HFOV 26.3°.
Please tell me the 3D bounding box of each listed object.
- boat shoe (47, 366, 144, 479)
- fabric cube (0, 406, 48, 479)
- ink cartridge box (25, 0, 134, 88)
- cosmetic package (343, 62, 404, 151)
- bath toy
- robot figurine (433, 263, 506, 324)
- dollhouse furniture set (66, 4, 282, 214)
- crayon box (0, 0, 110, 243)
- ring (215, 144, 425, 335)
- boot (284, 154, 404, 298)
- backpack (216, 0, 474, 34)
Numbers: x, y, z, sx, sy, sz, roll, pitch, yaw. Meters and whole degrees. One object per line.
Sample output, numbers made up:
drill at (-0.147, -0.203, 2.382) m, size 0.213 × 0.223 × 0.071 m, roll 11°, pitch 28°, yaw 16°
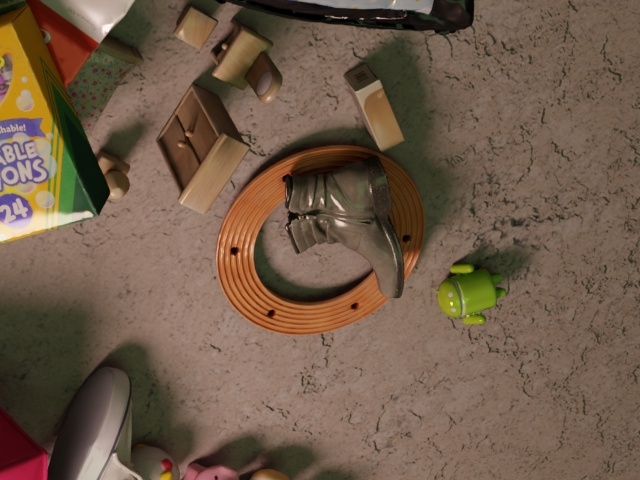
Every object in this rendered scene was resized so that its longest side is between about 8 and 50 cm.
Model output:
boat shoe at (-0.325, 0.383, 2.090) m, size 0.156 × 0.136 × 0.367 m, roll 22°, pitch 77°, yaw -35°
fabric cube at (-0.562, 0.372, 1.931) m, size 0.258 × 0.254 × 0.259 m, roll -19°, pitch 129°, yaw -38°
ink cartridge box at (-0.335, -0.317, 1.695) m, size 0.189 × 0.066 × 0.232 m, roll 35°, pitch 94°, yaw -14°
cosmetic package at (0.078, -0.192, 1.981) m, size 0.041 × 0.060 × 0.115 m, roll -28°, pitch 128°, yaw -2°
bath toy at (-0.166, 0.425, 2.243) m, size 0.348 × 0.129 × 0.151 m, roll 22°, pitch 112°, yaw -30°
robot figurine at (0.241, 0.085, 2.216) m, size 0.115 × 0.067 × 0.101 m, roll -15°, pitch 98°, yaw -11°
dollhouse furniture set at (-0.272, -0.197, 1.774) m, size 0.355 × 0.174 × 0.303 m, roll 25°, pitch 109°, yaw -32°
crayon box at (-0.423, -0.157, 1.717) m, size 0.203 × 0.083 × 0.323 m, roll -15°, pitch 113°, yaw 12°
ring at (0.000, 0.000, 2.094) m, size 0.337 × 0.032 × 0.336 m, roll -10°, pitch 125°, yaw -14°
boot at (0.032, -0.008, 2.044) m, size 0.161 × 0.083 × 0.246 m, roll -15°, pitch 120°, yaw -3°
backpack at (-0.011, -0.381, 1.714) m, size 0.356 × 0.290 × 0.273 m, roll -8°, pitch 115°, yaw -8°
